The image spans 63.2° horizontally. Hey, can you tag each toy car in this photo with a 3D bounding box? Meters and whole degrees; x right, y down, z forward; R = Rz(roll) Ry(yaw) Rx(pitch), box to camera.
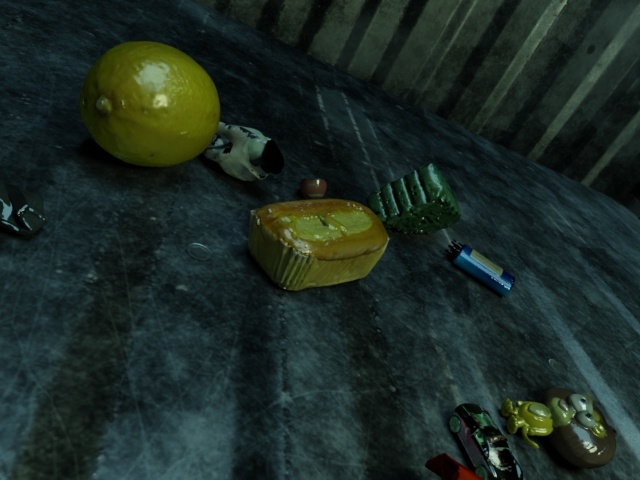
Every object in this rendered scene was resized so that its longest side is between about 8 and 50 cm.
[{"bbox_3d":[0.248,0.304,0.772,0.069,0.055,0.142,11,32,-25],"label":"toy car"}]

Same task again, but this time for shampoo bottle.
[{"bbox_3d":[0.394,0.063,1.297,0.183,0.050,0.087,35,32,10],"label":"shampoo bottle"}]

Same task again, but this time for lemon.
[{"bbox_3d":[-0.311,-0.249,0.970,0.236,0.236,0.263,37,-3,13],"label":"lemon"}]

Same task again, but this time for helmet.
[{"bbox_3d":[-0.015,-0.117,1.214,0.065,0.049,0.084,-3,0,4],"label":"helmet"}]

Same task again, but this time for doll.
[{"bbox_3d":[0.407,0.312,0.871,0.188,0.096,0.145,1,31,-26],"label":"doll"}]

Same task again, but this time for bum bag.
[{"bbox_3d":[-0.474,-0.065,0.708,0.197,0.049,0.087,20,35,-19],"label":"bum bag"}]

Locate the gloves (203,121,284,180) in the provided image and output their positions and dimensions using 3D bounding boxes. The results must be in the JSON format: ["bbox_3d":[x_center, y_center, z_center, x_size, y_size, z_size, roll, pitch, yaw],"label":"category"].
[{"bbox_3d":[-0.186,-0.191,1.125,0.212,0.111,0.127,6,-6,31],"label":"gloves"}]

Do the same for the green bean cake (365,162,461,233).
[{"bbox_3d":[0.241,-0.079,1.308,0.208,0.193,0.107,30,36,-55],"label":"green bean cake"}]

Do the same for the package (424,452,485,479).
[{"bbox_3d":[0.157,0.391,0.479,0.196,0.123,0.423,35,30,5],"label":"package"}]

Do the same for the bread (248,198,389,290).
[{"bbox_3d":[0.000,0.000,0.972,0.288,0.119,0.152,-6,41,-47],"label":"bread"}]
